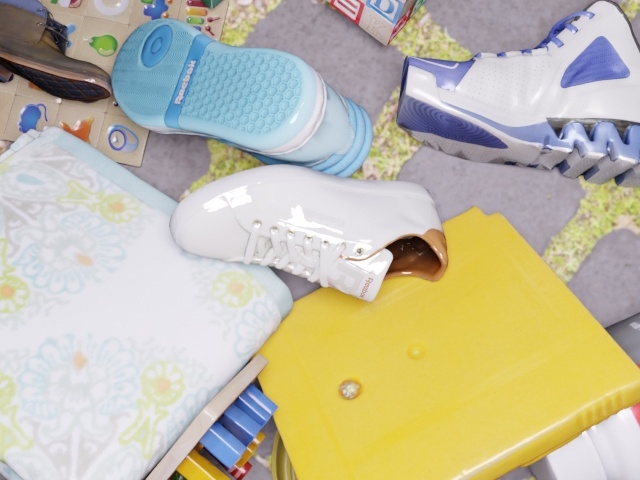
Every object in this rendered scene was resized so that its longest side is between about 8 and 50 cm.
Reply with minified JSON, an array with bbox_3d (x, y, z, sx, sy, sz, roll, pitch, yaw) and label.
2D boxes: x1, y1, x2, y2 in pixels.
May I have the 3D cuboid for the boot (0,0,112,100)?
[{"bbox_3d":[-0.320,-0.231,0.891,0.219,0.082,0.106,16,77,17],"label":"boot"}]

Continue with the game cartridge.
[{"bbox_3d":[0.104,0.124,0.784,0.323,0.053,0.285,-27,44,-2],"label":"game cartridge"}]

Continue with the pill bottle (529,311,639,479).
[{"bbox_3d":[0.342,0.156,0.789,0.283,0.161,0.161,-24,82,-2],"label":"pill bottle"}]

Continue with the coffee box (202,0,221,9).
[{"bbox_3d":[-0.157,-0.380,0.938,0.184,0.040,0.113,45,74,7],"label":"coffee box"}]

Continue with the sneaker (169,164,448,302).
[{"bbox_3d":[0.000,0.000,0.772,0.290,0.106,0.123,-2,49,-19],"label":"sneaker"}]

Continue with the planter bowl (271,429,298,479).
[{"bbox_3d":[0.051,0.243,0.825,0.217,0.090,0.217,0,82,1],"label":"planter bowl"}]

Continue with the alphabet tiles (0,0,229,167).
[{"bbox_3d":[-0.296,-0.247,0.949,0.342,0.011,0.285,12,83,4],"label":"alphabet tiles"}]

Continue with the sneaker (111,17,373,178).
[{"bbox_3d":[-0.081,-0.140,0.872,0.319,0.208,0.127,27,92,37],"label":"sneaker"}]

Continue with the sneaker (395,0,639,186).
[{"bbox_3d":[0.247,-0.179,0.871,0.315,0.127,0.182,13,79,-3],"label":"sneaker"}]

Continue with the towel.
[{"bbox_3d":[-0.261,0.062,0.783,0.374,0.090,0.320,32,52,14],"label":"towel"}]

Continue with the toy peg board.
[{"bbox_3d":[-0.097,0.209,0.726,0.079,0.161,0.161,40,104,4],"label":"toy peg board"}]

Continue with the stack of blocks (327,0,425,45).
[{"bbox_3d":[-0.002,-0.371,0.844,0.297,0.171,0.087,37,70,5],"label":"stack of blocks"}]
